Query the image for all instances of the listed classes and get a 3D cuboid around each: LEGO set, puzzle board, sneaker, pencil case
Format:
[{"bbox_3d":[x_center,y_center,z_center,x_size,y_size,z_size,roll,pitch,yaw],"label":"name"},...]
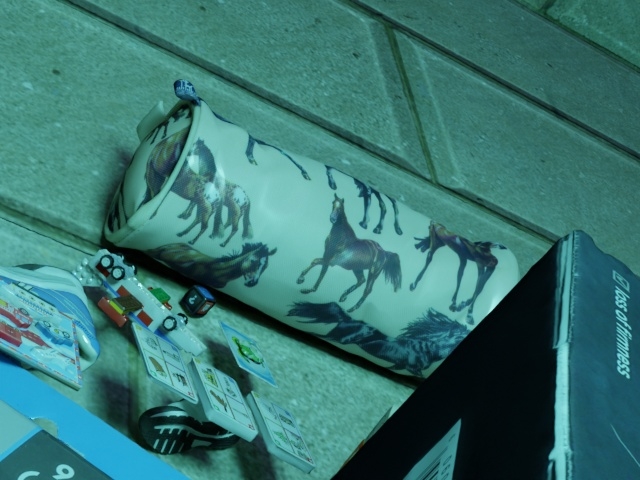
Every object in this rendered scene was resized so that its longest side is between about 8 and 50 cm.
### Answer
[{"bbox_3d":[-0.115,0.097,1.181,0.182,0.060,0.244,35,14,-33],"label":"LEGO set"},{"bbox_3d":[-0.227,0.052,1.006,0.128,0.011,0.096,34,16,-27],"label":"puzzle board"},{"bbox_3d":[-0.111,0.148,1.146,0.109,0.040,0.044,12,27,-50],"label":"sneaker"},{"bbox_3d":[-0.255,0.058,1.062,0.211,0.080,0.081,5,39,-45],"label":"sneaker"},{"bbox_3d":[0.000,0.000,1.365,0.410,0.160,0.183,25,43,-22],"label":"pencil case"}]

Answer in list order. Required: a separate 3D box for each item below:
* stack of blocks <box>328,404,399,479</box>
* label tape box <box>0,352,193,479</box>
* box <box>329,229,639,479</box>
[{"bbox_3d":[0.125,0.281,1.071,0.297,0.171,0.087,34,28,-5],"label":"stack of blocks"},{"bbox_3d":[-0.238,0.151,0.810,0.249,0.115,0.348,33,38,12],"label":"label tape box"},{"bbox_3d":[0.212,0.313,0.733,0.472,0.297,0.480,38,22,-5],"label":"box"}]
